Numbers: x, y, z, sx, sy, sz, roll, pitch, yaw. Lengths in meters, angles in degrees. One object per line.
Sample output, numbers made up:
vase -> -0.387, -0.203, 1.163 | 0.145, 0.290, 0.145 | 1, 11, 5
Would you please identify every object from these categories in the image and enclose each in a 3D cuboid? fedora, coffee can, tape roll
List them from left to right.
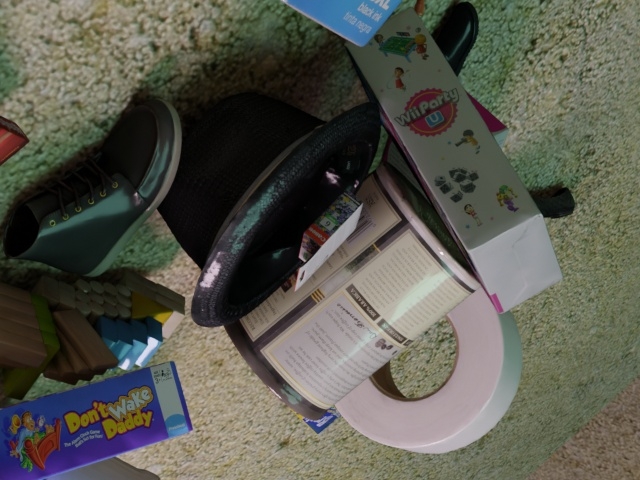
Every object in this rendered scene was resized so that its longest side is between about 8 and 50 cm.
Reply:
fedora -> -0.078, -0.061, 1.709 | 0.334, 0.152, 0.334 | -49, 166, -16
coffee can -> 0.038, 0.064, 1.916 | 0.275, 0.201, 0.201 | -39, 155, 10
tape roll -> 0.149, 0.167, 2.250 | 0.286, 0.286, 0.100 | -48, 153, 8

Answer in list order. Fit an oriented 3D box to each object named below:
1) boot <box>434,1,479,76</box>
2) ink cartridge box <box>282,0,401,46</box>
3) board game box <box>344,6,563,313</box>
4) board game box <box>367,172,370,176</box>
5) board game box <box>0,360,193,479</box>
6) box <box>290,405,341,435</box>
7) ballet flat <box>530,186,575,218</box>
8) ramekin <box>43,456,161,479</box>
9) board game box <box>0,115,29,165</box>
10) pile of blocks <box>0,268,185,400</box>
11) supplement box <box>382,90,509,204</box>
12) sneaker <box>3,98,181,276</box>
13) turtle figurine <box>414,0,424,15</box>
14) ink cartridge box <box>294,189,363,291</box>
boot -> 0.140, -0.238, 1.913 | 0.099, 0.045, 0.121 | -17, 142, -33
ink cartridge box -> 0.038, -0.405, 1.239 | 0.395, 0.285, 0.166 | -49, 155, 12
board game box -> 0.157, -0.089, 1.780 | 0.097, 0.303, 0.224 | -29, 154, 2
board game box -> 0.000, 0.002, 2.058 | 0.147, 0.045, 0.193 | -30, 151, -23
board game box -> -0.330, 0.216, 1.638 | 0.233, 0.078, 0.347 | -13, 176, -39
box -> -0.022, 0.246, 2.372 | 0.054, 0.059, 0.169 | -41, 154, -2
ballet flat -> 0.353, -0.060, 2.491 | 0.057, 0.049, 0.173 | -22, 167, 39
ramekin -> -0.332, 0.376, 1.909 | 0.277, 0.135, 0.277 | -52, -168, 15
board game box -> -0.398, -0.019, 1.401 | 0.281, 0.027, 0.145 | -39, 177, 1
pile of blocks -> -0.285, 0.122, 1.715 | 0.362, 0.149, 0.112 | 1, 133, -55
supplement box -> 0.154, -0.087, 2.074 | 0.114, 0.111, 0.220 | -27, 149, -32
sneaker -> -0.236, -0.055, 1.599 | 0.118, 0.083, 0.222 | 8, 120, -50
turtle figurine -> 0.138, -0.356, 1.681 | 0.217, 0.087, 0.269 | -6, 135, -52
ink cartridge box -> 0.000, 0.000, 1.736 | 0.115, 0.029, 0.063 | -46, 166, -25
